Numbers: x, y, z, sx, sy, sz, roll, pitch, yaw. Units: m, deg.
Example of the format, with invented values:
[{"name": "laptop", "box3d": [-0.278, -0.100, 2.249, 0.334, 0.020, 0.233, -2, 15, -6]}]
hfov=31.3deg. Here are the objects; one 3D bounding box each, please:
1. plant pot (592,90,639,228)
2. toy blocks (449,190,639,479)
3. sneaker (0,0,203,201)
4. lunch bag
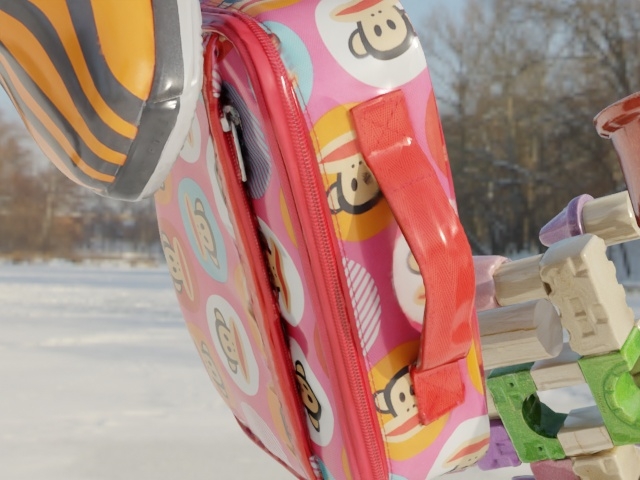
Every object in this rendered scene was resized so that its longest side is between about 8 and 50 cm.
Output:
[{"name": "plant pot", "box3d": [0.306, 0.038, 0.605, 0.272, 0.265, 0.272, -10, -4, -1]}, {"name": "toy blocks", "box3d": [0.161, 0.134, 0.967, 0.260, 0.288, 0.309, -17, 16, 37]}, {"name": "sneaker", "box3d": [-0.183, -0.139, 0.514, 0.180, 0.124, 0.321, 2, 41, -41]}, {"name": "lunch bag", "box3d": [0.000, 0.000, 0.641, 0.120, 0.293, 0.258, -22, 21, -22]}]
